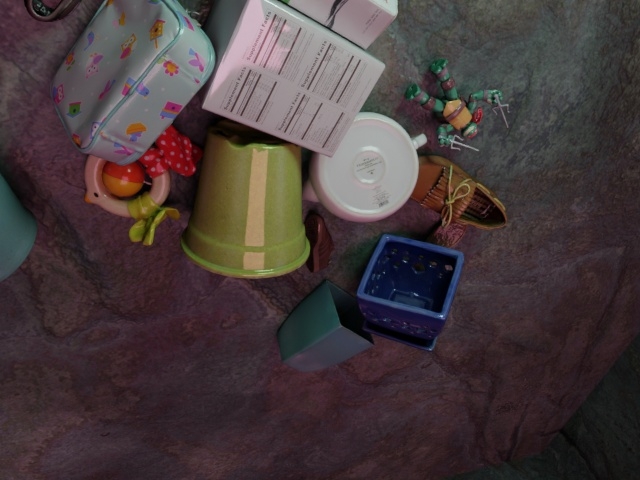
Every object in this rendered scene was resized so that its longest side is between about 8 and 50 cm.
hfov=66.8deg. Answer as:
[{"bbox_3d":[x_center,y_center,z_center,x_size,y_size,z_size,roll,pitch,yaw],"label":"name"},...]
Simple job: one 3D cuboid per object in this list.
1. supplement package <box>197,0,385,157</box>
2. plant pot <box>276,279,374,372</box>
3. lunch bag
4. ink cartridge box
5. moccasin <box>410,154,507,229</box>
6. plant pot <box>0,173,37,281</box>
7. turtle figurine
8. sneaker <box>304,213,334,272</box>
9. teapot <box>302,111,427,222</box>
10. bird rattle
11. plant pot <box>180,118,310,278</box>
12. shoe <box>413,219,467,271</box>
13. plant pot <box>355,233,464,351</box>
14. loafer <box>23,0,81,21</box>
[{"bbox_3d":[-0.069,-0.315,0.880,0.263,0.199,0.198,15,120,-32],"label":"supplement package"},{"bbox_3d":[-0.001,0.270,1.406,0.234,0.165,0.166,-38,132,19],"label":"plant pot"},{"bbox_3d":[-0.310,-0.283,0.794,0.279,0.224,0.108,-45,151,13],"label":"lunch bag"},{"bbox_3d":[0.020,-0.437,0.802,0.209,0.153,0.087,20,146,-25],"label":"ink cartridge box"},{"bbox_3d":[0.342,-0.110,1.255,0.380,0.147,0.139,23,114,-35],"label":"moccasin"},{"bbox_3d":[-0.651,-0.046,0.821,0.272,0.271,0.255,-29,148,0],"label":"plant pot"},{"bbox_3d":[0.312,-0.295,1.118,0.234,0.118,0.175,37,92,-24],"label":"turtle figurine"},{"bbox_3d":[0.000,0.000,1.264,0.071,0.066,0.188,-22,139,-28],"label":"sneaker"},{"bbox_3d":[0.089,-0.163,1.088,0.256,0.187,0.252,20,93,-11],"label":"teapot"},{"bbox_3d":[-0.359,-0.123,0.964,0.207,0.143,0.253,16,117,-14],"label":"bird rattle"},{"bbox_3d":[-0.142,-0.102,0.990,0.276,0.276,0.253,-3,120,-21],"label":"plant pot"},{"bbox_3d":[0.340,0.007,1.416,0.077,0.058,0.219,38,103,-8],"label":"shoe"},{"bbox_3d":[0.240,0.152,1.322,0.236,0.236,0.212,15,140,17],"label":"plant pot"},{"bbox_3d":[-0.348,-0.454,0.719,0.109,0.095,0.302,27,112,-37],"label":"loafer"}]
